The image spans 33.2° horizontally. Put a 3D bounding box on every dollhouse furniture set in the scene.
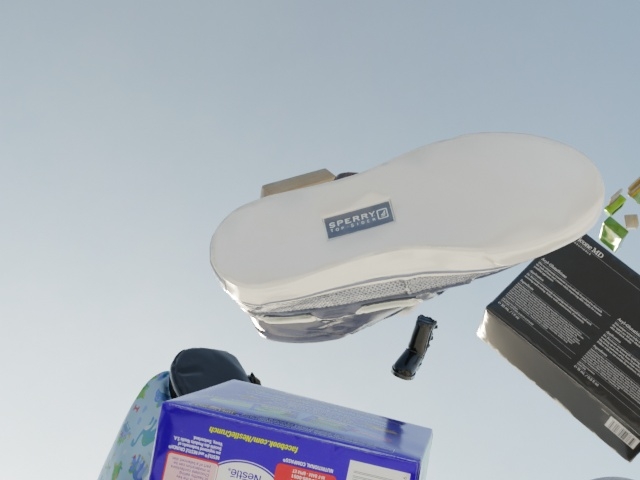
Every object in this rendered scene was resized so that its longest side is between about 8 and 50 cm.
[{"bbox_3d":[0.000,0.000,1.520,0.144,0.123,0.151,-18,-47,-35],"label":"dollhouse furniture set"},{"bbox_3d":[0.482,-0.052,1.615,0.151,0.076,0.058,-39,-22,-14],"label":"dollhouse furniture set"}]

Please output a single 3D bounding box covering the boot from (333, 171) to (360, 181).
[{"bbox_3d":[0.042,-0.058,1.439,0.106,0.114,0.037,-7,-57,36],"label":"boot"}]

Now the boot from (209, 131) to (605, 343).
[{"bbox_3d":[0.045,0.003,0.539,0.190,0.069,0.086,-9,-27,8],"label":"boot"}]

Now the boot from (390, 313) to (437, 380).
[{"bbox_3d":[0.170,0.189,1.918,0.045,0.121,0.099,23,-74,16],"label":"boot"}]

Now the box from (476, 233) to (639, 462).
[{"bbox_3d":[0.368,0.131,1.417,0.184,0.261,0.103,-42,-20,-19],"label":"box"}]

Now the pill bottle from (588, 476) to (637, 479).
[{"bbox_3d":[0.360,0.428,1.279,0.181,0.323,0.182,3,-74,11],"label":"pill bottle"}]

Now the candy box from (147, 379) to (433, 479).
[{"bbox_3d":[-0.018,0.246,1.184,0.268,0.122,0.317,12,-1,9],"label":"candy box"}]

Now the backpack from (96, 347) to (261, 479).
[{"bbox_3d":[-0.244,0.395,1.810,0.273,0.290,0.356,6,-67,-25],"label":"backpack"}]
